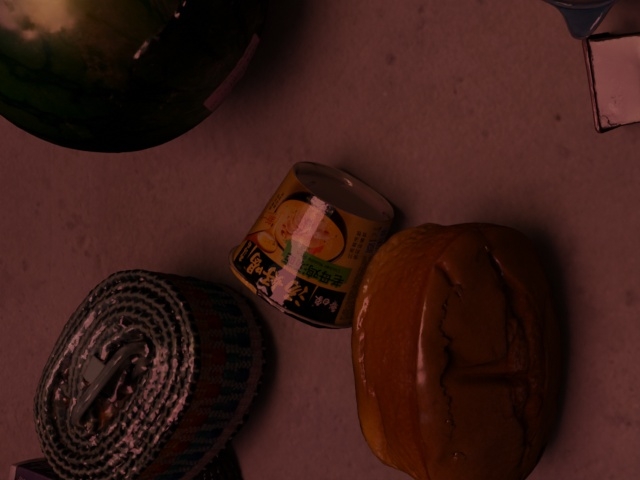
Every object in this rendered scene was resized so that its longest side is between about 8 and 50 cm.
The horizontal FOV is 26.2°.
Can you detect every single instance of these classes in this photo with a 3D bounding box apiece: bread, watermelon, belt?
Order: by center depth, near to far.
[{"bbox_3d":[0.130,0.112,1.266,0.143,0.195,0.269,14,115,43],"label":"bread"},{"bbox_3d":[-0.228,-0.262,1.371,0.363,0.363,0.363,11,108,37],"label":"watermelon"},{"bbox_3d":[-0.208,0.166,1.532,0.295,0.160,0.207,-48,59,20],"label":"belt"}]

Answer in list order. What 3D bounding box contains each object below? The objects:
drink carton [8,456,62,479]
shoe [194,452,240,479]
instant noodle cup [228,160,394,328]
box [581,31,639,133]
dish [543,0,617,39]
[{"bbox_3d":[-0.288,0.364,1.718,0.222,0.102,0.134,13,95,37],"label":"drink carton"},{"bbox_3d":[-0.140,0.335,1.625,0.077,0.074,0.194,10,110,46],"label":"shoe"},{"bbox_3d":[0.000,0.000,1.384,0.151,0.151,0.122,39,111,25],"label":"instant noodle cup"},{"bbox_3d":[0.267,-0.139,1.178,0.063,0.060,0.084,-4,98,32],"label":"box"},{"bbox_3d":[0.224,-0.293,1.152,0.228,0.086,0.236,-35,79,40],"label":"dish"}]
